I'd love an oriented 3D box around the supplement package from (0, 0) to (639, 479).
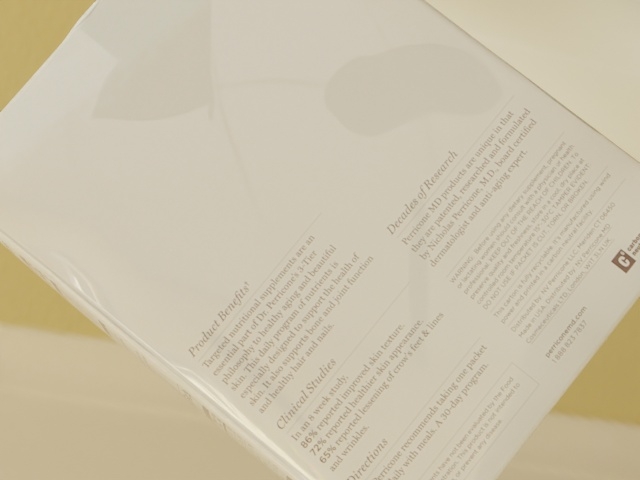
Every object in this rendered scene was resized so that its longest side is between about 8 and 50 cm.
[{"bbox_3d":[0.000,0.000,0.744,0.263,0.199,0.198,39,172,7],"label":"supplement package"}]
